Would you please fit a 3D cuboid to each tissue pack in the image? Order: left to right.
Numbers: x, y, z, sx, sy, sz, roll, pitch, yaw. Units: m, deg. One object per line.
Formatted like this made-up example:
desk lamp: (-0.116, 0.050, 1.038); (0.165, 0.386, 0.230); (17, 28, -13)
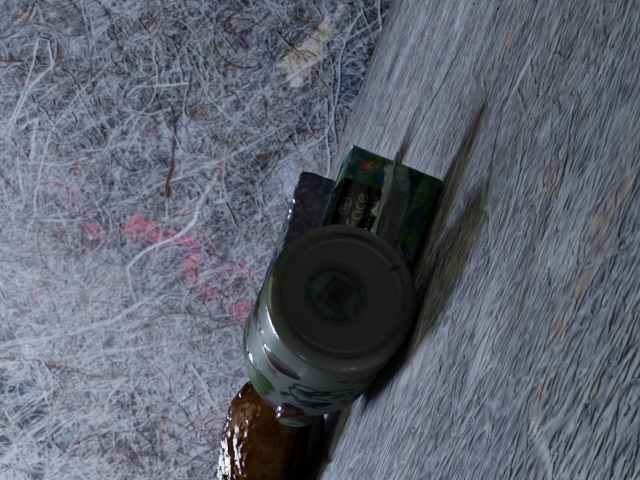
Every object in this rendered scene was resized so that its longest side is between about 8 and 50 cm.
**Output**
tissue pack: (0.046, -0.014, 1.617); (0.079, 0.085, 0.111); (121, 170, -71)

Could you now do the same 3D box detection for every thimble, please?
thimble: (0.000, 0.000, 2.242); (0.150, 0.098, 0.150); (-160, 90, -87)

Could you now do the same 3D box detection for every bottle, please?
bottle: (-0.002, 0.079, 1.564); (0.253, 0.120, 0.120); (114, 176, -70)

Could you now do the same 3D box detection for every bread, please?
bread: (-0.054, 0.206, 1.874); (0.139, 0.095, 0.269); (-63, -4, -20)
